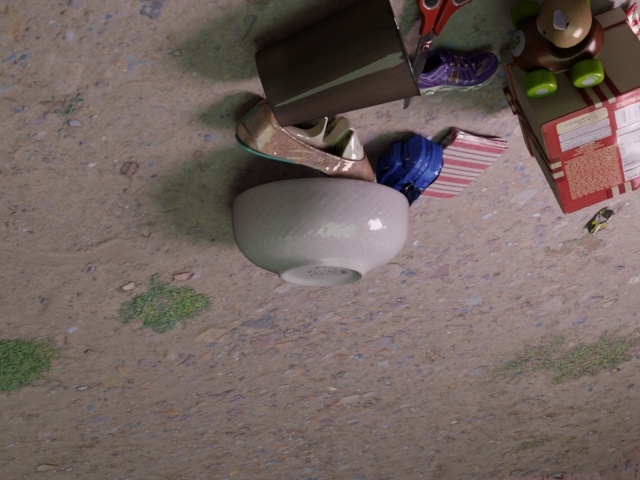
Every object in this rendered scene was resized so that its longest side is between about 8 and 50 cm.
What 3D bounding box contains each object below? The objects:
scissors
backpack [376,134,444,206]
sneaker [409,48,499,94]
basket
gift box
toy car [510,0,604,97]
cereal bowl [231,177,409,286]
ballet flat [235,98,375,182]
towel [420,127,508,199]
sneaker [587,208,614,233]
[{"bbox_3d":[0.165,-0.333,1.843,0.109,0.021,0.297,3,135,-33],"label":"scissors"},{"bbox_3d":[0.168,-0.137,2.124,0.101,0.098,0.120,26,133,-26],"label":"backpack"},{"bbox_3d":[0.225,-0.294,1.935,0.170,0.068,0.071,-12,143,-9],"label":"sneaker"},{"bbox_3d":[0.024,-0.273,1.788,0.227,0.154,0.204,-19,148,8],"label":"basket"},{"bbox_3d":[0.467,-0.249,1.957,0.255,0.258,0.276,-17,131,2],"label":"gift box"},{"bbox_3d":[0.363,-0.337,1.770,0.149,0.155,0.188,-11,160,13],"label":"toy car"},{"bbox_3d":[0.000,0.000,2.108,0.339,0.141,0.339,0,163,0],"label":"cereal bowl"},{"bbox_3d":[-0.001,-0.173,1.981,0.316,0.107,0.106,12,124,-41],"label":"ballet flat"},{"bbox_3d":[0.257,-0.146,2.229,0.144,0.029,0.197,7,144,-36],"label":"towel"},{"bbox_3d":[0.644,-0.047,2.589,0.035,0.031,0.083,-12,156,-37],"label":"sneaker"}]
